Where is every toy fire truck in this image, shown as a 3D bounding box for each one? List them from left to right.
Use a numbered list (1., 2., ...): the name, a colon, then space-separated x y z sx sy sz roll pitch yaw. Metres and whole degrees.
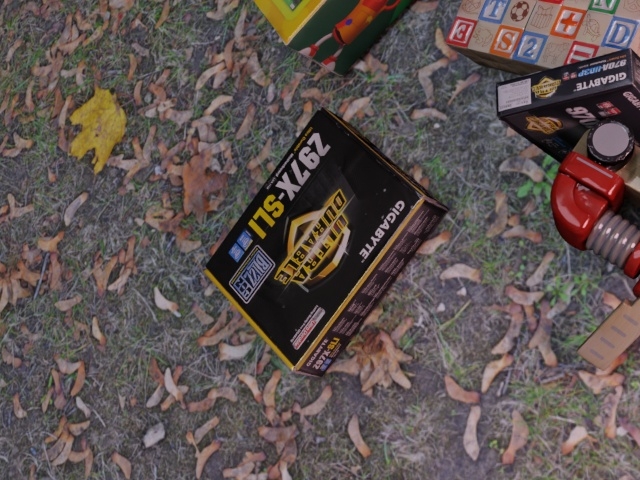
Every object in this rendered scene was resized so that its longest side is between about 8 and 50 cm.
1. toy fire truck: 0.363 0.015 1.450 0.217 0.158 0.246 33 83 21

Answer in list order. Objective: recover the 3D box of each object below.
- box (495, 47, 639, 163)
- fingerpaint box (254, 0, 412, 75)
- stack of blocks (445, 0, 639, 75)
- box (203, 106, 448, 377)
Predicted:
1. box: 0.344 -0.158 1.484 0.175 0.220 0.051 -11 69 32
2. fingerpaint box: 0.012 -0.547 1.878 0.371 0.163 0.445 -46 55 17
3. stack of blocks: 0.328 -0.302 1.600 0.297 0.087 0.171 23 91 46
4. box: 0.000 0.000 1.781 0.322 0.079 0.257 -53 52 11
